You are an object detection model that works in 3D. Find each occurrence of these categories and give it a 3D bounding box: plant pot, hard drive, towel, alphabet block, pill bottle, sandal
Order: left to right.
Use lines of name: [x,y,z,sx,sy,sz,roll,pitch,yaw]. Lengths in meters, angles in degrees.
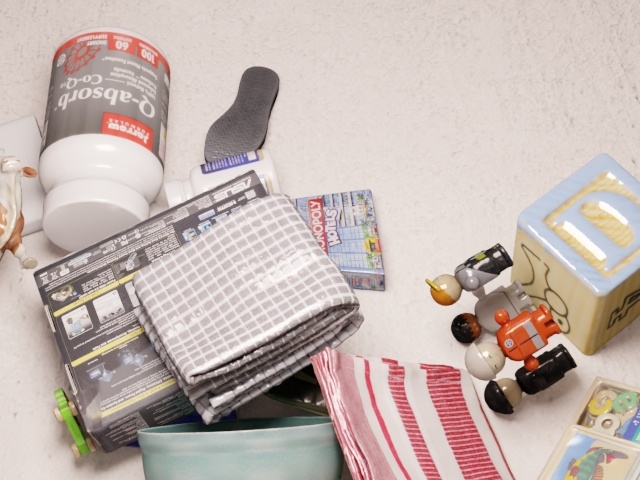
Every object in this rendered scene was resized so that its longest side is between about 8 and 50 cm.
hard drive: [-0.642,-0.074,2.075,0.353,0.047,0.233,-20,59,-8]
pill bottle: [-0.367,-0.168,2.013,0.210,0.210,0.363,-4,57,2]
pill bottle: [-0.164,-0.081,2.001,0.186,0.112,0.112,-14,58,-4]
towel: [-0.112,0.086,1.683,0.283,0.121,0.235,-30,58,-8]
plant pot: [-0.105,0.353,1.645,0.293,0.293,0.196,-3,84,3]
sandal: [-0.132,-0.210,2.123,0.097,0.054,0.254,19,51,8]
sandal: [0.014,0.228,1.807,0.302,0.086,0.120,23,63,13]
towel: [0.145,0.270,1.668,0.329,0.037,0.237,13,45,-43]
alphabet block: [0.427,0.023,1.836,0.193,0.197,0.192,-33,62,-15]

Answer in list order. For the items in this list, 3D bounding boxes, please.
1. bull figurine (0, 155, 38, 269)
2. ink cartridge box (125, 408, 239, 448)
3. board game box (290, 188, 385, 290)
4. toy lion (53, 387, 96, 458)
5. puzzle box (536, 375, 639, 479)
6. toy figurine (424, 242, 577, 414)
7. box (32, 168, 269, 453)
bull figurine: [-0.549,0.007,1.912,0.310,0.101,0.188,-47,45,22]
ink cartridge box: [-0.203,0.154,1.887,0.175,0.069,0.371,3,60,7]
board game box: [0.000,0.000,1.967,0.194,0.060,0.194,-7,57,-1]
toy lion: [-0.381,0.276,1.814,0.034,0.096,0.100,-25,99,-11]
puzzle box: [0.414,0.390,1.628,0.272,0.052,0.409,14,57,40]
toy figurine: [0.265,0.134,1.776,0.148,0.213,0.209,-33,56,3]
box: [-0.212,0.100,1.821,0.395,0.097,0.318,-26,54,-5]
